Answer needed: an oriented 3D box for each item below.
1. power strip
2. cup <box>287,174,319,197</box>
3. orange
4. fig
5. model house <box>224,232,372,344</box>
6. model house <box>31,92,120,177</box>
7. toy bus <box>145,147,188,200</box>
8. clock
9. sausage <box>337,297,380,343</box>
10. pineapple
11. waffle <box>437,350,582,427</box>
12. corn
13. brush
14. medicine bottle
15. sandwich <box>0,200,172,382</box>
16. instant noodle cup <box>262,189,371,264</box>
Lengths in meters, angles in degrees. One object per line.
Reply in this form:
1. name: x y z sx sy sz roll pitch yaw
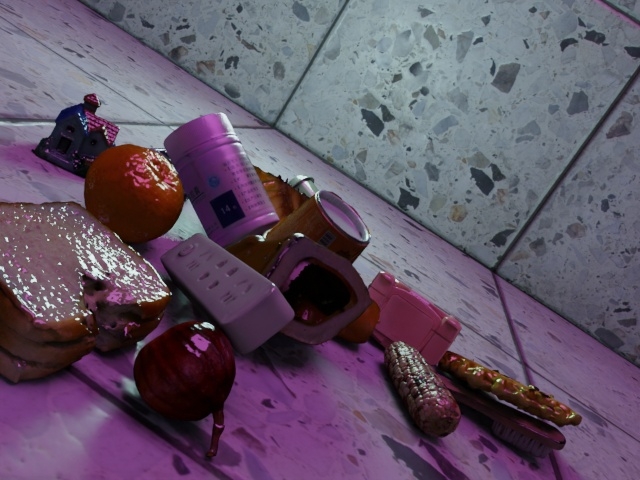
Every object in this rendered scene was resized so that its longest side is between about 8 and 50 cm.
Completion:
1. power strip: -0.158 0.062 0.971 0.385 0.091 0.062 26 -32 60
2. cup: -0.040 -0.127 2.037 0.141 0.120 0.120 50 20 22
3. orange: -0.325 -0.081 1.125 0.177 0.155 0.178 -19 90 -77
4. fig: -0.156 0.162 0.765 0.128 0.128 0.150 22 22 -36
5. model house: -0.080 0.093 1.130 0.239 0.173 0.268 -5 -30 44
6. model house: -0.476 -0.220 1.308 0.148 0.149 0.119 26 16 -18
7. toy bus: -0.341 -0.153 1.452 0.096 0.108 0.199 35 14 8
8. clock: 0.195 0.179 1.473 0.227 0.142 0.241 35 4 8
9. sausage: -0.030 0.099 1.300 0.328 0.112 0.112 29 14 -6
10. pineapple: -0.133 -0.066 1.631 0.161 0.158 0.334 -5 -15 33
11. waffle: 0.406 0.323 1.411 0.311 0.060 0.307 25 -2 0
12. corn: 0.181 0.267 1.214 0.086 0.086 0.253 26 15 -23
13. brush: 0.336 0.357 1.326 0.327 0.065 0.070 25 17 9
14. medicine bottle: -0.206 -0.120 1.341 0.254 0.152 0.152 63 17 3
15. sandwich: -0.338 0.049 0.804 0.249 0.095 0.273 36 15 15
16. instant noodle cup: 0.000 0.000 1.468 0.215 0.172 0.216 36 24 -19
